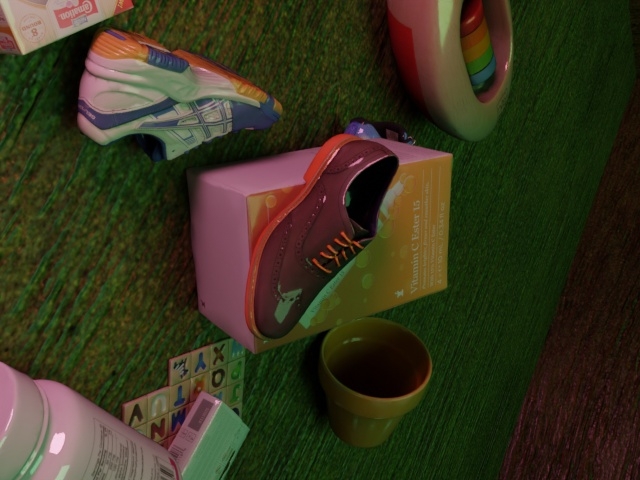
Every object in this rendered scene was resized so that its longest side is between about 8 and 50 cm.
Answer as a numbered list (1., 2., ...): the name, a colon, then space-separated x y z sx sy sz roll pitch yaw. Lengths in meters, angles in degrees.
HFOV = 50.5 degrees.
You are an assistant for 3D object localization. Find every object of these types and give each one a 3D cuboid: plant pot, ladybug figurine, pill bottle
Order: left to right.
1. pill bottle: -0.286 0.249 0.731 0.160 0.160 0.283 -60 143 -23
2. plant pot: 0.090 0.281 1.276 0.205 0.205 0.188 -37 145 -43
3. ladybug figurine: 0.241 -0.373 1.265 0.305 0.161 0.449 -57 141 -26

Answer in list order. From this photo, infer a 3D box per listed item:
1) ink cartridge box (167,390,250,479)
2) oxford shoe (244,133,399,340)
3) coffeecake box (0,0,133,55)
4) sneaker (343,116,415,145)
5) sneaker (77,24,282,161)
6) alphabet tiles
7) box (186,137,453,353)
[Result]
1. ink cartridge box: -0.175 0.321 1.028 0.146 0.045 0.179 -61 162 -22
2. oxford shoe: 0.000 0.000 0.792 0.096 0.098 0.272 28 86 -39
3. coffeecake box: -0.275 -0.288 0.633 0.142 0.068 0.186 -44 136 -39
4. sneaker: 0.139 -0.133 1.238 0.330 0.129 0.147 20 88 -56
5. sneaker: -0.169 -0.160 0.826 0.296 0.111 0.131 3 116 -54
6. alphabet tiles: -0.195 0.257 1.001 0.237 0.009 0.199 -14 113 -53
7. box: 0.007 -0.011 0.967 0.345 0.168 0.215 -15 113 -33
